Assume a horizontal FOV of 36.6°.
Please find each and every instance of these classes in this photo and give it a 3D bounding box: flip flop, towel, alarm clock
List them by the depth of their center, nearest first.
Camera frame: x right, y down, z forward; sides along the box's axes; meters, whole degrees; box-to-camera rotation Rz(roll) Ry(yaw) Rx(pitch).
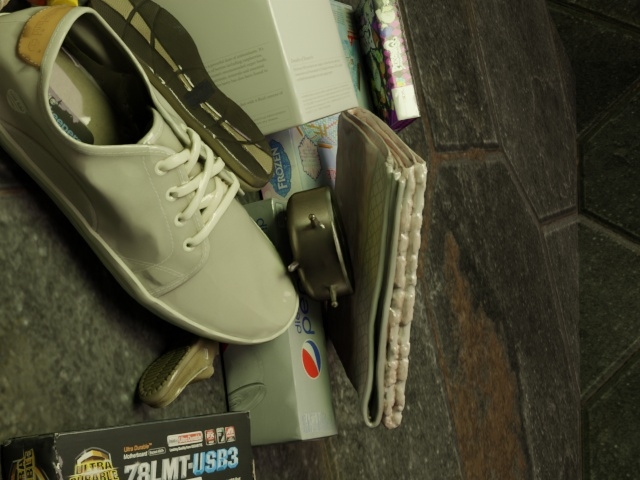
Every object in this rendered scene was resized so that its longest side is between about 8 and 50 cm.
[{"bbox_3d":[-0.161,-0.157,1.056,0.277,0.080,0.112,49,35,-6],"label":"flip flop"},{"bbox_3d":[0.000,0.000,1.126,0.192,0.064,0.129,-69,146,-74],"label":"alarm clock"},{"bbox_3d":[0.057,0.022,1.208,0.317,0.054,0.331,-116,-151,-70],"label":"towel"}]

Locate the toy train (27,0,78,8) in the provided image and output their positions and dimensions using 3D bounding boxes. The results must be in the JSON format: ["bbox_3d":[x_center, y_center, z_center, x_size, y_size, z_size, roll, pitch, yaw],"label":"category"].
[{"bbox_3d":[-0.263,-0.275,0.931,0.046,0.166,0.125,-1,101,-21],"label":"toy train"}]

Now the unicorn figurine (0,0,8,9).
[{"bbox_3d":[-0.270,-0.259,0.829,0.162,0.060,0.111,-52,168,-32],"label":"unicorn figurine"}]

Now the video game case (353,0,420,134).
[{"bbox_3d":[0.095,-0.275,1.545,0.232,0.042,0.210,163,-85,-81],"label":"video game case"}]

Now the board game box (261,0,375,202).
[{"bbox_3d":[-0.011,-0.204,1.415,0.319,0.066,0.317,-9,86,-64],"label":"board game box"}]

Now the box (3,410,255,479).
[{"bbox_3d":[-0.156,0.317,0.907,0.296,0.073,0.293,9,70,-61],"label":"box"}]

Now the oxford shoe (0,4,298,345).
[{"bbox_3d":[-0.153,-0.049,0.948,0.449,0.130,0.169,49,43,-31],"label":"oxford shoe"}]

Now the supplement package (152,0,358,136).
[{"bbox_3d":[-0.097,-0.269,1.154,0.175,0.178,0.292,-32,108,-62],"label":"supplement package"}]

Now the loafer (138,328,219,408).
[{"bbox_3d":[-0.142,0.135,1.029,0.050,0.056,0.148,61,31,-17],"label":"loafer"}]

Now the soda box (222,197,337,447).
[{"bbox_3d":[-0.059,0.099,1.159,0.091,0.098,0.286,11,69,-62],"label":"soda box"}]
